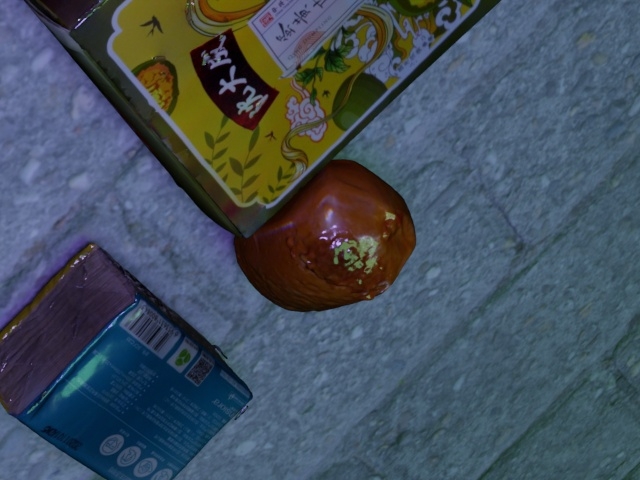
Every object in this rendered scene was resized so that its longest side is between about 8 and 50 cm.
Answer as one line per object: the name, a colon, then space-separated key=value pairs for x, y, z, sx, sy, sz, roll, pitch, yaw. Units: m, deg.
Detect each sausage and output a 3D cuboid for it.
sausage: x=-0.001 y=-0.001 z=1.820 sx=0.141 sy=0.268 sz=0.153 roll=38 pitch=71 yaw=-14

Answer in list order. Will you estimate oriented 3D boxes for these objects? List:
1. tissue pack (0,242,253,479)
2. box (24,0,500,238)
tissue pack: x=-0.223 y=0.149 z=1.824 sx=0.192 sy=0.134 sz=0.271 roll=-44 pitch=140 yaw=-2
box: x=-0.040 y=-0.260 z=1.644 sx=0.420 sy=0.138 sz=0.373 roll=-43 pitch=141 yaw=-5
